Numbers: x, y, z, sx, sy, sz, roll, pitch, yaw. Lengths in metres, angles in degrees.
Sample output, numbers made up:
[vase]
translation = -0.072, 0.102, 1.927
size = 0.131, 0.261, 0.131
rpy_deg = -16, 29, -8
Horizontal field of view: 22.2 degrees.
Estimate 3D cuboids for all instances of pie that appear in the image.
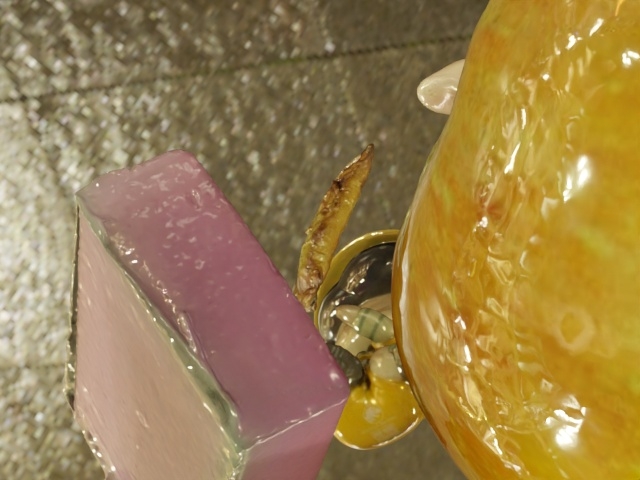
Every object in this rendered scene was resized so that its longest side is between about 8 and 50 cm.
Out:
[pie]
translation = 0.000, 0.000, 1.492
size = 0.033, 0.191, 0.088
rpy_deg = 25, 145, -6

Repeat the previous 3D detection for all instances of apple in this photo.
[apple]
translation = 0.133, -0.010, 0.430
size = 0.207, 0.237, 0.237
rpy_deg = 18, 130, 2

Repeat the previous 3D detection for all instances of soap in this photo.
[soap]
translation = -0.077, 0.089, 0.962
size = 0.181, 0.081, 0.259
rpy_deg = 54, 153, 22

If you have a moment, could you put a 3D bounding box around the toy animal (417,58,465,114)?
[toy animal]
translation = 0.249, -0.117, 1.258
size = 0.269, 0.237, 0.326
rpy_deg = 35, 137, 26

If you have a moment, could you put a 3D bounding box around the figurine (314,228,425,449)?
[figurine]
translation = 0.065, 0.106, 1.569
size = 0.192, 0.257, 0.167
rpy_deg = -30, 108, 26
